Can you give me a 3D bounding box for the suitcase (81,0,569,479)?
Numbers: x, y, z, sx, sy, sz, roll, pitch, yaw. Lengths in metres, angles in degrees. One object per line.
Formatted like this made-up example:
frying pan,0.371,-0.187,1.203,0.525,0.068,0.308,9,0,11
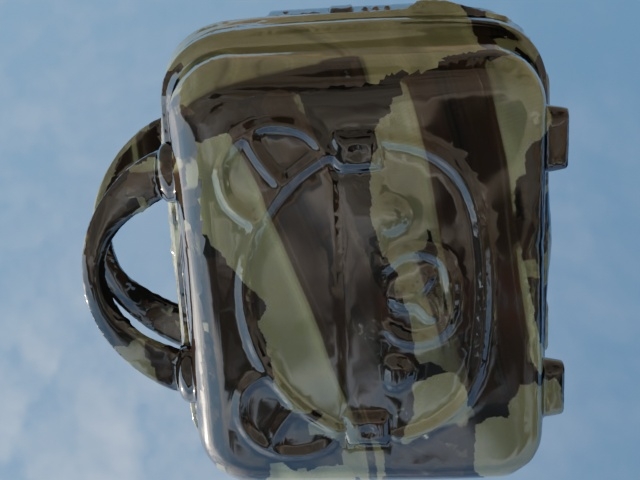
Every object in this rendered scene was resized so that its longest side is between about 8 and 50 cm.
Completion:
suitcase,0.000,0.000,1.065,0.339,0.351,0.194,-3,-157,2
